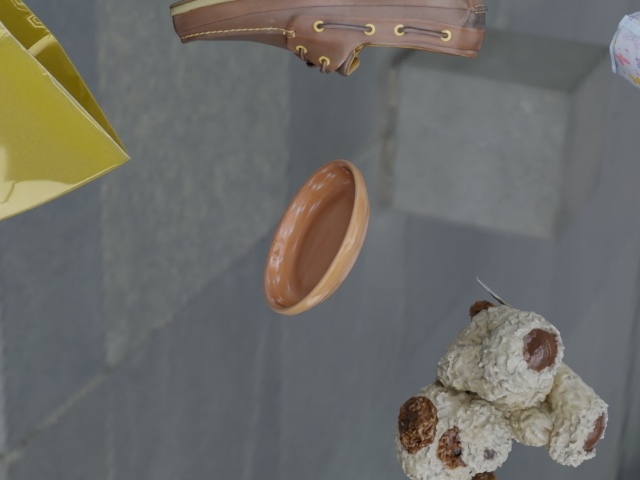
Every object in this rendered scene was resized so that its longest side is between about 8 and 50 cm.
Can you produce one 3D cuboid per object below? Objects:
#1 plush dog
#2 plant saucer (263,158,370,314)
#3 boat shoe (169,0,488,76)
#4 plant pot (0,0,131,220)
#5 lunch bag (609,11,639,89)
[{"bbox_3d":[0.178,0.193,2.032,0.225,0.210,0.262,-46,136,-8],"label":"plush dog"},{"bbox_3d":[0.000,0.000,2.075,0.037,0.200,0.200,25,73,-24],"label":"plant saucer"},{"bbox_3d":[0.005,-0.120,0.959,0.064,0.178,0.060,-61,146,-80],"label":"boat shoe"},{"bbox_3d":[-0.331,-0.131,1.561,0.187,0.212,0.212,-38,139,3],"label":"plant pot"},{"bbox_3d":[0.287,-0.156,1.477,0.053,0.071,0.083,-51,159,-4],"label":"lunch bag"}]
